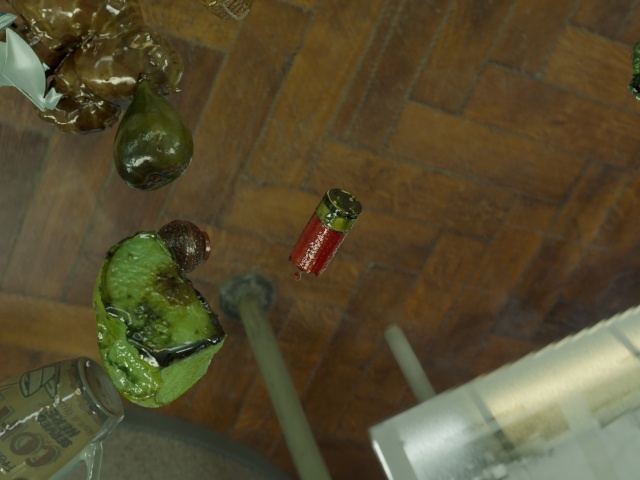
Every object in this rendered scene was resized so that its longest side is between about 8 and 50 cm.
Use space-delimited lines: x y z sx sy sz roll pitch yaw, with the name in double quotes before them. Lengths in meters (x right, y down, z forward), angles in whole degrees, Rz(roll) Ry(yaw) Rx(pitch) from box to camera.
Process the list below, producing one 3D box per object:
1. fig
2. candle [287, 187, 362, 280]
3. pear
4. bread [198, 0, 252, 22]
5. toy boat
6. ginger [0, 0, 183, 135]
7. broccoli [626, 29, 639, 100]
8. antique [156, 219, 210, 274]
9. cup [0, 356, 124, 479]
"fig" -0.289 -0.175 1.749 0.126 0.185 0.133 -30 178 -43
"candle" 0.000 0.000 1.313 0.052 0.052 0.131 14 124 -26
"pear" -0.302 0.150 1.819 0.164 0.238 0.255 -27 162 -33
"bread" -0.118 -0.300 1.330 0.052 0.157 0.044 -39 88 7
"toy boat" -0.393 -0.232 1.372 0.149 0.034 0.105 25 112 -3
"ginger" -0.418 -0.348 1.868 0.274 0.152 0.357 -33 98 23
"broccoli" 0.248 -0.119 0.672 0.097 0.092 0.095 -25 160 -9
"antique" -0.252 0.013 1.931 0.104 0.104 0.104 -9 125 -13
"cup" -0.479 0.363 1.938 0.257 0.301 0.227 -31 162 8
